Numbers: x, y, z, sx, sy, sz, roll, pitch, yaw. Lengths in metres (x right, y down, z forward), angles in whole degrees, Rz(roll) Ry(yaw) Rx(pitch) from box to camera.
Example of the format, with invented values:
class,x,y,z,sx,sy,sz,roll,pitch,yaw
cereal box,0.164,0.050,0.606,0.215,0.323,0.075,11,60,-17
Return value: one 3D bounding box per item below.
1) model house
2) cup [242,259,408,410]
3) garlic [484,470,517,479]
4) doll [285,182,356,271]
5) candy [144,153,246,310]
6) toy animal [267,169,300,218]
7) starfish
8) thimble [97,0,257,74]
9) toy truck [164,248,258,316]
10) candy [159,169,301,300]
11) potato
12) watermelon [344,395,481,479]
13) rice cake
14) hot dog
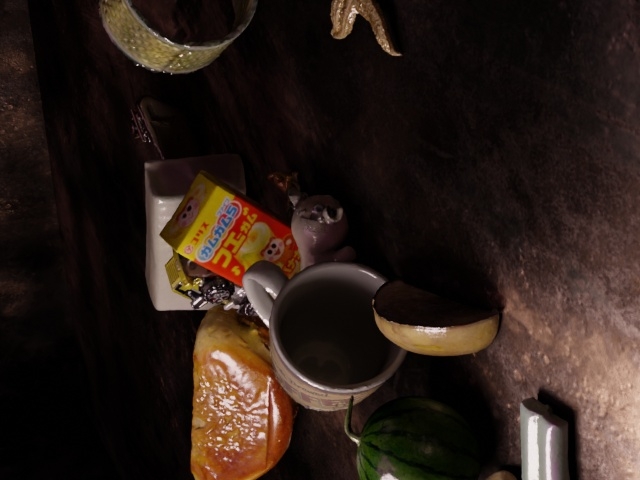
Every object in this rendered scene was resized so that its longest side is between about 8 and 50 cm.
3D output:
class,x,y,z,sx,sy,sz,roll,pitch,yaw
model house,-0.370,-0.231,2.263,0.164,0.141,0.203,-14,95,54
cup,-0.018,0.164,1.655,0.301,0.227,0.257,39,152,9
garlic,0.264,0.366,1.434,0.083,0.053,0.041,-27,96,49
doll,0.000,0.000,1.707,0.149,0.095,0.192,26,130,60
candy,-0.266,-0.009,2.079,0.145,0.208,0.359,-111,23,-45
toy animal,-0.062,-0.087,1.823,0.081,0.060,0.083,0,108,22
starfish,0.046,-0.386,1.452,0.277,0.062,0.236,67,159,5
thimble,-0.259,-0.451,1.766,0.150,0.270,0.271,-17,89,63
toy truck,-0.177,0.084,1.896,0.111,0.285,0.136,-38,53,23
candy,-0.137,0.001,1.751,0.146,0.276,0.088,-55,38,2
potato,0.157,0.140,1.455,0.261,0.120,0.100,19,128,60
watermelon,0.136,0.328,1.489,0.188,0.214,0.188,-166,90,-86
rice cake,0.311,0.327,1.334,0.080,0.042,0.222,26,126,59
hot dog,-0.154,0.339,2.062,0.185,0.223,0.405,-68,-17,-65
